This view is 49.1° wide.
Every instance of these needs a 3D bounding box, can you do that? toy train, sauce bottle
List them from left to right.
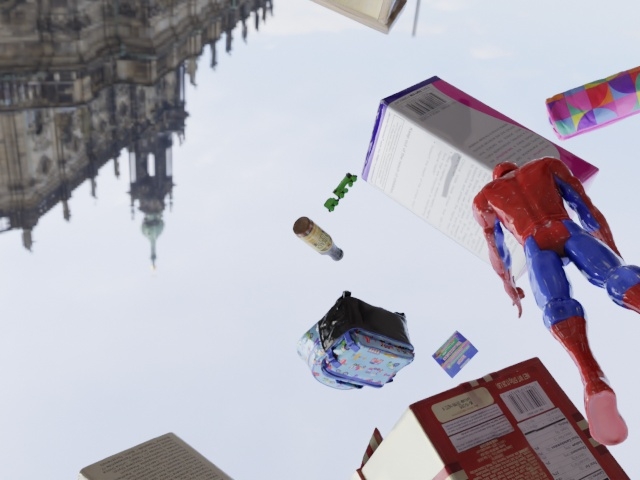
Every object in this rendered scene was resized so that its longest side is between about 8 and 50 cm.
[{"bbox_3d":[0.000,0.000,1.281,0.042,0.042,0.128,37,-179,44],"label":"sauce bottle"},{"bbox_3d":[0.035,-0.087,1.254,0.024,0.083,0.017,37,179,0],"label":"toy train"}]

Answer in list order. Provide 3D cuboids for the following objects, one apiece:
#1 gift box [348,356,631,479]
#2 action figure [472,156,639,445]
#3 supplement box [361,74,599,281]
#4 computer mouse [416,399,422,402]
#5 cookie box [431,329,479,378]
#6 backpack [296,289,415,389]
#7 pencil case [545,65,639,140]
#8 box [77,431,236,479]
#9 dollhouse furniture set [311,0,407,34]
[{"bbox_3d":[0.203,0.311,0.894,0.255,0.258,0.276,-7,-129,-27],"label":"gift box"},{"bbox_3d":[0.183,0.037,0.500,0.092,0.139,0.280,-27,-148,12],"label":"action figure"},{"bbox_3d":[0.170,-0.075,0.778,0.220,0.113,0.111,37,-134,26],"label":"supplement box"},{"bbox_3d":[0.277,0.318,1.306,0.193,0.042,0.106,-25,-129,12],"label":"computer mouse"},{"bbox_3d":[0.316,0.267,1.653,0.040,0.092,0.107,44,-179,-7],"label":"cookie box"},{"bbox_3d":[0.050,0.187,1.165,0.158,0.173,0.116,24,-145,-32],"label":"backpack"},{"bbox_3d":[0.563,-0.271,1.369,0.236,0.104,0.104,-17,-159,21],"label":"pencil case"},{"bbox_3d":[-0.074,0.273,0.557,0.275,0.094,0.113,28,-160,31],"label":"box"},{"bbox_3d":[0.115,-0.502,0.905,0.362,0.256,0.394,26,-124,6],"label":"dollhouse furniture set"}]
